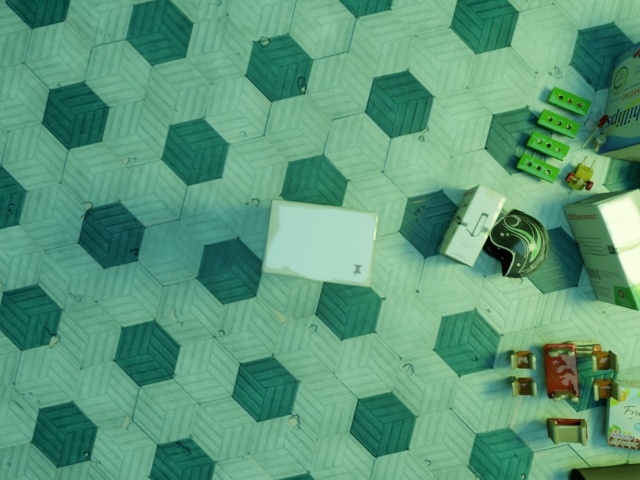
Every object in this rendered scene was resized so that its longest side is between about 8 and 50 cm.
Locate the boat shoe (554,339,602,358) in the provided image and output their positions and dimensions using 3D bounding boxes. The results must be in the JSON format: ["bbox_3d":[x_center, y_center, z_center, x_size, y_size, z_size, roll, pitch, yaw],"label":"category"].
[{"bbox_3d":[0.713,0.300,1.579,0.137,0.049,0.043,1,53,10],"label":"boat shoe"}]

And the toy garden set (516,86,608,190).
[{"bbox_3d":[0.682,-0.267,1.557,0.204,0.049,0.244,26,90,8],"label":"toy garden set"}]

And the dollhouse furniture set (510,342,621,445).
[{"bbox_3d":[0.659,0.409,1.537,0.262,0.135,0.259,-4,88,18],"label":"dollhouse furniture set"}]

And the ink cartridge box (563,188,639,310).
[{"bbox_3d":[0.781,0.019,1.487,0.122,0.211,0.289,-22,92,1],"label":"ink cartridge box"}]

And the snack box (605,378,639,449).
[{"bbox_3d":[0.893,0.478,1.534,0.207,0.070,0.174,3,97,19],"label":"snack box"}]

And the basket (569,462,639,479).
[{"bbox_3d":[0.828,0.698,1.540,0.227,0.154,0.204,-12,93,-3],"label":"basket"}]

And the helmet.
[{"bbox_3d":[0.527,0.014,1.514,0.169,0.169,0.161,-43,76,1],"label":"helmet"}]

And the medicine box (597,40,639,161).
[{"bbox_3d":[0.867,-0.364,1.450,0.149,0.263,0.289,11,91,1],"label":"medicine box"}]

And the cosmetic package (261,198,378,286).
[{"bbox_3d":[0.000,0.000,1.368,0.230,0.453,0.161,8,92,-1],"label":"cosmetic package"}]

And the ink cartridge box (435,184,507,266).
[{"bbox_3d":[0.401,-0.039,1.518,0.086,0.148,0.203,26,91,2],"label":"ink cartridge box"}]
